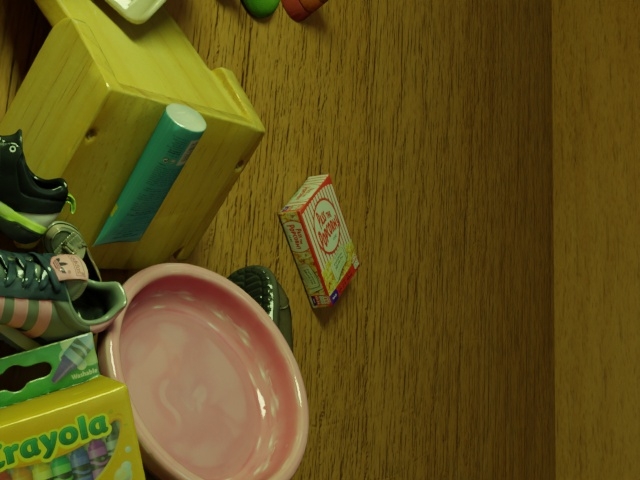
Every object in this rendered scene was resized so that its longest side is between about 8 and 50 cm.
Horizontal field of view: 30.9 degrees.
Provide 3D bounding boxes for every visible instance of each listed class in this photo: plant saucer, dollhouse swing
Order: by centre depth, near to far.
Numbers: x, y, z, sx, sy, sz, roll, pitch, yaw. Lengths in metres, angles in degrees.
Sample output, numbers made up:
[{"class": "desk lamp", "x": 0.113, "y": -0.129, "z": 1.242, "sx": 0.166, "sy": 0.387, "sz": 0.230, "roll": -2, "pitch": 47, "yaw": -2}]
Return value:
[{"class": "plant saucer", "x": -0.160, "y": 0.191, "z": 1.498, "sx": 0.332, "sy": 0.084, "sz": 0.332, "roll": 31, "pitch": 42, "yaw": -33}, {"class": "dollhouse swing", "x": -0.302, "y": -0.177, "z": 1.509, "sx": 0.315, "sy": 0.305, "sz": 0.347, "roll": -57, "pitch": 156, "yaw": 14}]

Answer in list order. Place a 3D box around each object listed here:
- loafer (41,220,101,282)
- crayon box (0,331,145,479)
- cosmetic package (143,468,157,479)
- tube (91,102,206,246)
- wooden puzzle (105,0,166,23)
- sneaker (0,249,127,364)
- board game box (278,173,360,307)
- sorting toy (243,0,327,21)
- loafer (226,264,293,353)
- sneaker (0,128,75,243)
[{"class": "loafer", "x": -0.292, "y": 0.019, "z": 1.384, "sx": 0.045, "sy": 0.039, "sz": 0.125, "roll": -45, "pitch": 155, "yaw": -13}, {"class": "crayon box", "x": -0.299, "y": 0.286, "z": 1.279, "sx": 0.203, "sy": 0.083, "sz": 0.323, "roll": -15, "pitch": 100, "yaw": -31}, {"class": "cosmetic package", "x": -0.201, "y": 0.368, "z": 1.501, "sx": 0.231, "sy": 0.085, "sz": 0.117, "roll": 49, "pitch": 0, "yaw": -45}, {"class": "tube", "x": -0.206, "y": -0.070, "z": 1.405, "sx": 0.080, "sy": 0.207, "sz": 0.052, "roll": -3, "pitch": 45, "yaw": -48}, {"class": "wooden puzzle", "x": -0.245, "y": -0.420, "z": 1.443, "sx": 0.239, "sy": 0.044, "sz": 0.221, "roll": 40, "pitch": 72, "yaw": -5}, {"class": "sneaker", "x": -0.336, "y": 0.040, "z": 1.275, "sx": 0.112, "sy": 0.131, "sz": 0.319, "roll": 67, "pitch": 13, "yaw": 24}, {"class": "board game box", "x": 0.000, "y": 0.000, "z": 2.060, "sx": 0.147, "sy": 0.045, "sz": 0.193, "roll": -54, "pitch": 131, "yaw": -53}, {"class": "sorting toy", "x": -0.052, "y": -0.453, "z": 1.980, "sx": 0.365, "sy": 0.126, "sz": 0.127, "roll": -14, "pitch": 97, "yaw": -63}, {"class": "loafer", "x": -0.084, "y": 0.223, "z": 1.751, "sx": 0.130, "sy": 0.134, "sz": 0.366, "roll": 38, "pitch": 52, "yaw": -54}, {"class": "sneaker", "x": -0.369, "y": -0.096, "z": 1.258, "sx": 0.235, "sy": 0.097, "sz": 0.084, "roll": 42, "pitch": 3, "yaw": -28}]
